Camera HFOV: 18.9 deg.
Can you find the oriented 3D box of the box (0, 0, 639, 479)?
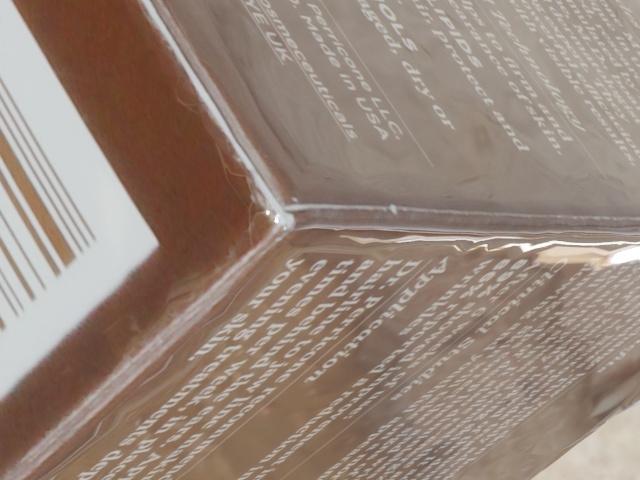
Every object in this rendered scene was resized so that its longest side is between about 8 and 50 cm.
[{"bbox_3d":[0.000,0.000,0.586,0.381,0.191,0.143,3,-130,-58],"label":"box"}]
